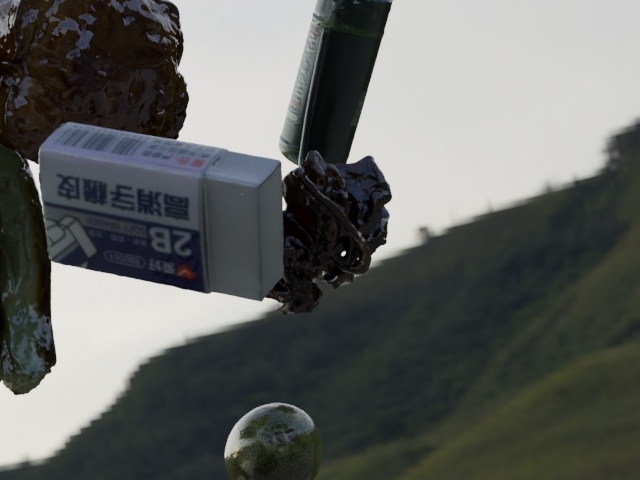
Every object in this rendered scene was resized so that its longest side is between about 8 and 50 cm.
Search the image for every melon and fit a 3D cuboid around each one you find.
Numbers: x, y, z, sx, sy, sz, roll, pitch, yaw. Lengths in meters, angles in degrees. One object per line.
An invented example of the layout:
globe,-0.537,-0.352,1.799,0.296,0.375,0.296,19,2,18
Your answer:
melon,-0.050,0.223,1.930,0.099,0.099,0.162,-8,-17,-14

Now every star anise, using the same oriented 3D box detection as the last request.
star anise,0.000,0.000,2.074,0.190,0.126,0.220,-50,-22,28

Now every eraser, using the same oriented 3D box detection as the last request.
eraser,-0.139,-0.026,1.634,0.210,0.124,0.068,11,32,19

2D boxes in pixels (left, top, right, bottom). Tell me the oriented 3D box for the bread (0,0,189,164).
bread,-0.239,-0.182,1.914,0.135,0.232,0.247,12,5,43

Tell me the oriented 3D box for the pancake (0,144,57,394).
pancake,-0.353,-0.042,1.936,0.067,0.426,0.305,-8,0,7

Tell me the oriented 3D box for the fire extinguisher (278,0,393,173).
fire extinguisher,0.004,-0.164,2.250,0.093,0.294,0.118,17,16,3
